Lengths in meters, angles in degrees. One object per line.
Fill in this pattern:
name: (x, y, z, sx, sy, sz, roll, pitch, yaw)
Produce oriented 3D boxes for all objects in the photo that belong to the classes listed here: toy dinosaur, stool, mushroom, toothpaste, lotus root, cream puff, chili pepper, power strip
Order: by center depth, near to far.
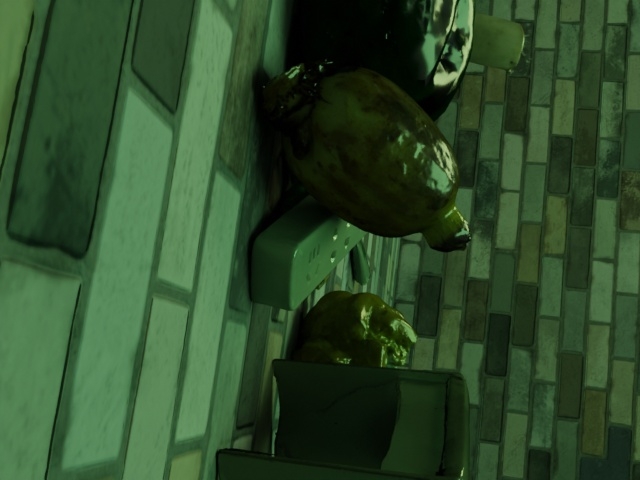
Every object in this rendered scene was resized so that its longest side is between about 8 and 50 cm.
lotus root: (0.062, -0.096, 0.848, 0.169, 0.314, 0.141, -27, -154, 50)
stool: (0.041, 0.277, 0.873, 0.243, 0.270, 0.170, -55, 148, -70)
chili pepper: (0.083, -0.281, 0.958, 0.249, 0.233, 0.256, 24, 74, -61)
toy dinosaur: (-0.020, -0.091, 0.969, 0.132, 0.059, 0.096, -54, 157, -54)
power strip: (0.022, -0.029, 0.972, 0.385, 0.062, 0.091, -43, 143, -56)
cream puff: (0.034, 0.186, 1.115, 0.194, 0.195, 0.220, -70, 174, -55)
mushroom: (0.272, -0.463, 1.582, 0.314, 0.336, 0.314, 11, 90, -86)
toothpaste: (0.091, 0.039, 1.669, 0.218, 0.041, 0.064, 78, 9, -52)

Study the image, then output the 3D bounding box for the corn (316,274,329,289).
corn: (0.000, 0.000, 1.073, 0.165, 0.063, 0.085, -69, 173, -51)
